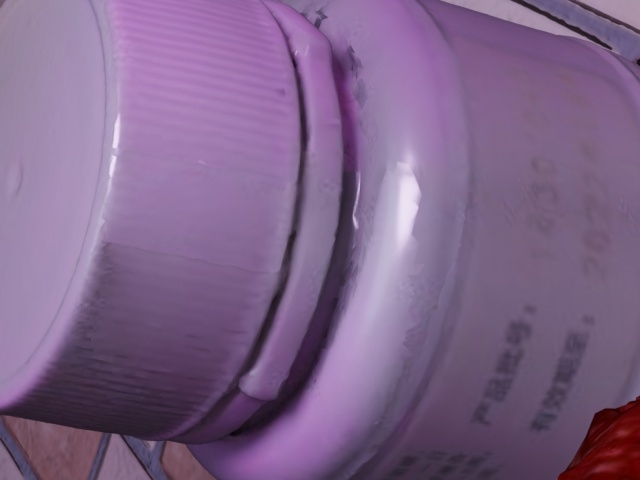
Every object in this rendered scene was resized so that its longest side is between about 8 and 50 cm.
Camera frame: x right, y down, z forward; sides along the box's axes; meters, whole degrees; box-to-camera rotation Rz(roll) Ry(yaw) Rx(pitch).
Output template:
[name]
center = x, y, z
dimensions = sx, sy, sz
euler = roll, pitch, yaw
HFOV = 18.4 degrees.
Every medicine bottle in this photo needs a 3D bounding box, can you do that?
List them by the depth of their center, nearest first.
[medicine bottle]
center = 0.000, 0.000, 0.895
dimensions = 0.241, 0.302, 0.241
euler = -28, 57, 53

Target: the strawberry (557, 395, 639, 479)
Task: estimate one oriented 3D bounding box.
[strawberry]
center = 0.150, 0.190, 0.644
dimensions = 0.220, 0.274, 0.274
euler = 14, 92, 39
